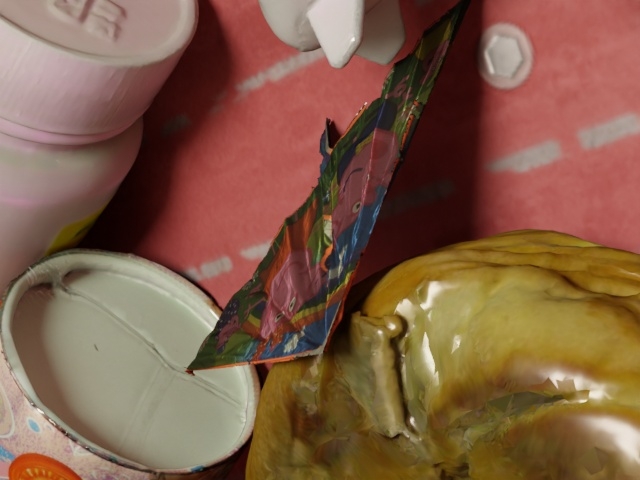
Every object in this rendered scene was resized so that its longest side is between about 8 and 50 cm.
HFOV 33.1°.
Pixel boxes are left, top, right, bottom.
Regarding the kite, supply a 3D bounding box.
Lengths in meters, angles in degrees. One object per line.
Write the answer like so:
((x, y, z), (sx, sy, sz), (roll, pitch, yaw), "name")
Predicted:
((0.000, 0.000, 0.586), (0.016, 0.234, 0.321), (27, 116, -17), "kite")

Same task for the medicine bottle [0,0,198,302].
((-0.254, -0.066, 0.768), (0.214, 0.213, 0.379), (55, 130, 14), "medicine bottle")

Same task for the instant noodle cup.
((-0.175, 0.154, 0.772), (0.243, 0.243, 0.231), (49, 125, 19), "instant noodle cup")

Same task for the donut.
((0.120, 0.171, 0.543), (0.360, 0.170, 0.361), (18, 116, 42), "donut")

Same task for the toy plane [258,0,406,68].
((0.050, -0.201, 0.499), (0.266, 0.122, 0.267), (-16, 69, 50), "toy plane")
